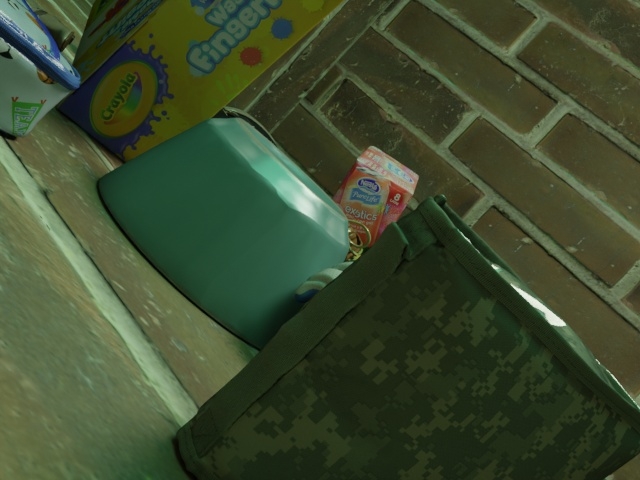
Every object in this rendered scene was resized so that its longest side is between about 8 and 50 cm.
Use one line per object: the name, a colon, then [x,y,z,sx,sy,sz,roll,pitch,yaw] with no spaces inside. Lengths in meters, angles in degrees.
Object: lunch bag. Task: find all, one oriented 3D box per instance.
lunch bag: [-0.375,-0.244,0.851,0.243,0.115,0.303,40,7,-47]
lunch bag: [0.066,0.114,0.609,0.287,0.235,0.169,39,12,-40]

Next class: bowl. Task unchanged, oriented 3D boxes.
bowl: [-0.085,-0.026,0.980,0.311,0.163,0.311,43,7,-6]

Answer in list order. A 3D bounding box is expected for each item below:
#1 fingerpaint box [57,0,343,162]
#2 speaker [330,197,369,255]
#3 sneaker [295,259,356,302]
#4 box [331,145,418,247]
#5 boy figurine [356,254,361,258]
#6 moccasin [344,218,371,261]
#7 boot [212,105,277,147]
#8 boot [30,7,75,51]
fingerpaint box: [-0.143,-0.358,1.187,0.163,0.445,0.371,41,23,-29]
speaker: [0.073,0.017,1.944,0.131,0.131,0.296,39,7,-40]
sneaker: [0.070,0.176,0.876,0.130,0.236,0.322,145,-60,-69]
box: [0.118,-0.102,1.866,0.142,0.154,0.300,32,14,1]
boy figurine: [0.008,0.004,1.789,0.285,0.092,0.177,44,2,40]
moccasin: [0.002,0.002,1.448,0.139,0.147,0.380,45,6,19]
boot: [-0.149,-0.138,1.484,0.284,0.138,0.377,46,10,35]
boot: [-0.483,-0.379,1.488,0.087,0.042,0.118,35,7,-17]
